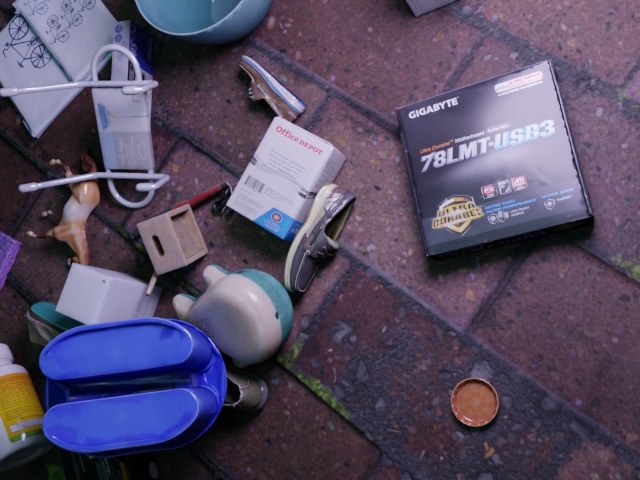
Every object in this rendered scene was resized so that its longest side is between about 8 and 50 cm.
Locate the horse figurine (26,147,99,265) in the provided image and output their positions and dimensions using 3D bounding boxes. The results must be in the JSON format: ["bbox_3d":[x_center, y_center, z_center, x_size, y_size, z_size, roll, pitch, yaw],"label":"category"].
[{"bbox_3d":[-0.549,-0.076,1.777,0.174,0.066,0.263,21,91,29],"label":"horse figurine"}]

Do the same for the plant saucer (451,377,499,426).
[{"bbox_3d":[0.270,0.282,1.402,0.083,0.013,0.083,-4,80,22],"label":"plant saucer"}]

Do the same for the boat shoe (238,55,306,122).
[{"bbox_3d":[-0.113,-0.305,1.637,0.183,0.066,0.066,45,100,23],"label":"boat shoe"}]

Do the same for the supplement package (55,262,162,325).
[{"bbox_3d":[-0.424,0.119,1.627,0.105,0.179,0.105,20,88,24],"label":"supplement package"}]

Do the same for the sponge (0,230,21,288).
[{"bbox_3d":[-0.780,0.075,1.863,0.117,0.031,0.210,24,90,24],"label":"sponge"}]

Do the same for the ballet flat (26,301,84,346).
[{"bbox_3d":[-0.498,0.233,1.694,0.316,0.107,0.106,24,110,29],"label":"ballet flat"}]

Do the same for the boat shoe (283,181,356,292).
[{"bbox_3d":[0.001,0.000,1.528,0.073,0.080,0.223,20,84,29],"label":"boat shoe"}]

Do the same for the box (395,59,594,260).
[{"bbox_3d":[0.304,-0.138,1.434,0.296,0.073,0.293,-14,76,19],"label":"box"}]

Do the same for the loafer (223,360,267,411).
[{"bbox_3d":[-0.225,0.266,1.568,0.251,0.087,0.094,12,85,24],"label":"loafer"}]

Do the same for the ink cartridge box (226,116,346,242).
[{"bbox_3d":[-0.065,-0.116,1.572,0.148,0.086,0.203,31,92,24],"label":"ink cartridge box"}]

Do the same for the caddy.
[{"bbox_3d":[-0.345,0.265,1.464,0.341,0.179,0.241,-7,76,0],"label":"caddy"}]

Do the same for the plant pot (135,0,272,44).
[{"bbox_3d":[-0.206,-0.519,1.642,0.290,0.195,0.290,-4,79,22],"label":"plant pot"}]

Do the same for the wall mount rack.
[{"bbox_3d":[-0.472,-0.216,1.649,0.304,0.130,0.350,2,111,14],"label":"wall mount rack"}]

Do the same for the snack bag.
[{"bbox_3d":[-0.645,-0.462,1.901,0.342,0.037,0.323,-43,68,10],"label":"snack bag"}]

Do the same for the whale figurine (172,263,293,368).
[{"bbox_3d":[-0.166,0.139,1.556,0.272,0.141,0.216,-7,108,43],"label":"whale figurine"}]

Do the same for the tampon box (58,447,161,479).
[{"bbox_3d":[-0.410,0.437,1.575,0.101,0.161,0.120,-26,73,16],"label":"tampon box"}]

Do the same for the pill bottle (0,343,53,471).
[{"bbox_3d":[-0.673,0.350,1.712,0.136,0.136,0.245,-35,69,13],"label":"pill bottle"}]

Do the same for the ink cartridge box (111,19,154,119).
[{"bbox_3d":[-0.410,-0.361,1.752,0.046,0.097,0.207,-3,79,20],"label":"ink cartridge box"}]

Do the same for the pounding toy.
[{"bbox_3d":[-0.305,0.017,1.613,0.100,0.130,0.141,-19,97,19],"label":"pounding toy"}]

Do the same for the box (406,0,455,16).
[{"bbox_3d":[0.186,-0.548,1.494,0.119,0.181,0.182,-18,74,18],"label":"box"}]

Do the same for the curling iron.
[{"bbox_3d":[-0.288,-0.055,1.681,0.274,0.035,0.068,-18,74,19],"label":"curling iron"}]
